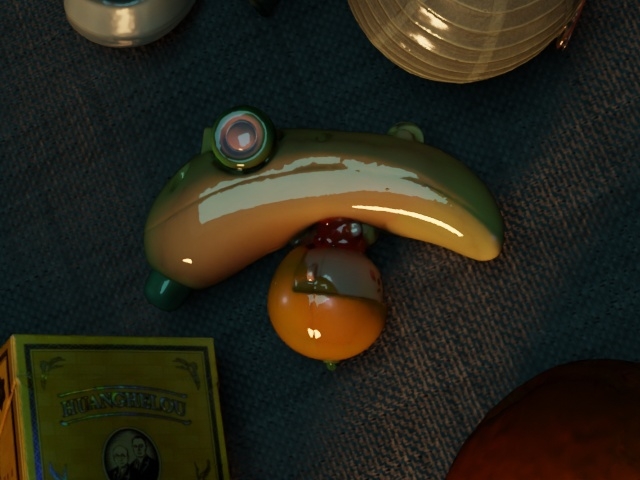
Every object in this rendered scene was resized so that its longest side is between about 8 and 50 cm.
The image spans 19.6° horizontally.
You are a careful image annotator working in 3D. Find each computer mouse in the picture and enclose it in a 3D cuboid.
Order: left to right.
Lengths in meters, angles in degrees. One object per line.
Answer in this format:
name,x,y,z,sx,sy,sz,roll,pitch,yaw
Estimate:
computer mouse,-0.164,-0.283,1.769,0.128,0.079,0.231,20,70,15

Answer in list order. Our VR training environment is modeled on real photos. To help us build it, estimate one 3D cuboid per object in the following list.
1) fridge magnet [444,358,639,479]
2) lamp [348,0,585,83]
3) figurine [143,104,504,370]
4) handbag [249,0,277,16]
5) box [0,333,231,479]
fridge magnet,0.211,0.273,1.460,0.363,0.155,0.363,-24,59,48
lamp,0.128,-0.266,1.609,0.233,0.233,0.265,2,84,16
figurine,0.000,0.000,1.644,0.324,0.124,0.222,3,80,12
handbag,-0.027,-0.349,1.635,0.100,0.274,0.269,38,94,11
box,-0.173,0.233,1.591,0.193,0.084,0.301,3,66,-28
